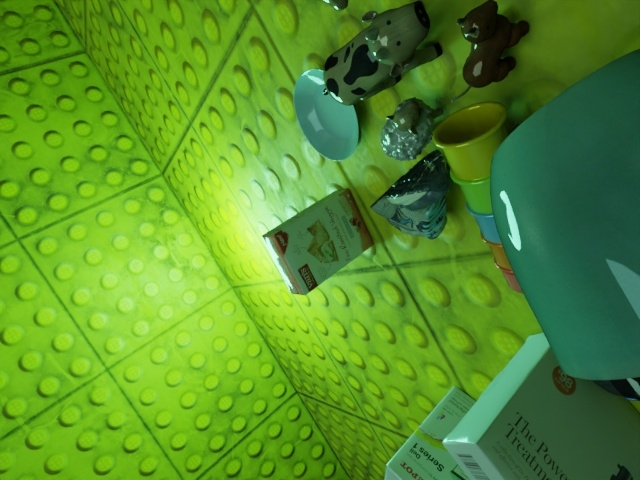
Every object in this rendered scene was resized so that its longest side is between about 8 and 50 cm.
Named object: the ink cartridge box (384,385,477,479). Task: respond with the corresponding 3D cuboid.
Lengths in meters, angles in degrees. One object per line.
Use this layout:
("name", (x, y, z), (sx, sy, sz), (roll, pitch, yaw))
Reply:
("ink cartridge box", (0.314, 0.522, 0.978), (0.201, 0.278, 0.117), (33, 144, 35))

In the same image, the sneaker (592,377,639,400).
("sneaker", (0.432, 0.159, 0.630), (0.216, 0.079, 0.121), (54, 150, 1))

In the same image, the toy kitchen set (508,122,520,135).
("toy kitchen set", (0.244, -0.158, 0.619), (0.083, 0.068, 0.075), (28, 136, -6))

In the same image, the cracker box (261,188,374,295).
("cracker box", (0.000, 0.000, 0.966), (0.067, 0.232, 0.155), (-2, 118, 58))

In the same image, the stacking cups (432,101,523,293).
("stacking cups", (0.269, -0.047, 0.614), (0.096, 0.096, 0.316), (14, 150, 51))

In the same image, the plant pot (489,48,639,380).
("plant pot", (0.316, -0.039, 0.413), (0.235, 0.293, 0.293), (63, 153, 14))

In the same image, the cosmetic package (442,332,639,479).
("cosmetic package", (0.420, 0.378, 0.664), (0.377, 0.284, 0.097), (52, 150, 7))

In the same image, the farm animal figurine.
("farm animal figurine", (0.088, -0.301, 0.583), (0.330, 0.172, 0.327), (53, 151, 5))

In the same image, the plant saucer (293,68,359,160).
("plant saucer", (0.020, -0.263, 0.869), (0.195, 0.037, 0.194), (36, 145, 31))

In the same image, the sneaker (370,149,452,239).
("sneaker", (0.182, -0.065, 0.723), (0.122, 0.110, 0.283), (44, 177, 0))
